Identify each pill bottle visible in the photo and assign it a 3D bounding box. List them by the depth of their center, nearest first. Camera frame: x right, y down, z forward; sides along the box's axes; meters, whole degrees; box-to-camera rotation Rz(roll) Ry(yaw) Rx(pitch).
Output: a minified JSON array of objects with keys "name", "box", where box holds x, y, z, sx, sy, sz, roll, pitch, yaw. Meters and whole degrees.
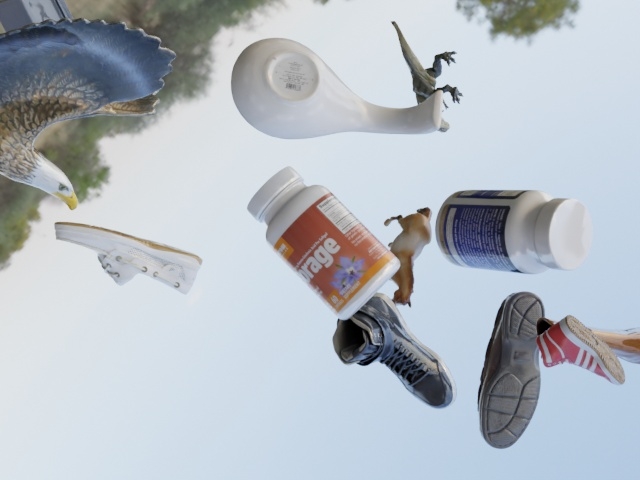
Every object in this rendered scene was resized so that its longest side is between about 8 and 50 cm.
[{"name":"pill bottle","box":[0.000,0.000,1.176,0.121,0.216,0.121,-44,173,-7]},{"name":"pill bottle","box":[0.351,-0.017,1.502,0.264,0.153,0.153,6,-128,54]}]

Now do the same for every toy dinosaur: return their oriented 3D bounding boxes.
[{"name":"toy dinosaur","box":[0.231,-0.332,1.694,0.118,0.268,0.064,1,-145,43]}]

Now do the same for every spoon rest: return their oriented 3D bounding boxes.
[{"name":"spoon rest","box":[0.018,-0.185,1.079,0.084,0.276,0.137,135,-36,-72]}]

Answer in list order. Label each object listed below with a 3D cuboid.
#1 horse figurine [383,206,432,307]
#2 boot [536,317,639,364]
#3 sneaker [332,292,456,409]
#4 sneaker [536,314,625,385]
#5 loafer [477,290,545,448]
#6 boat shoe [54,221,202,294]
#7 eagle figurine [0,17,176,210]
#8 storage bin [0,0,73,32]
[{"name":"horse figurine","box":[0.160,0.019,1.628,0.174,0.066,0.263,-17,-143,58]},{"name":"boot","box":[0.506,0.151,1.219,0.264,0.280,0.096,-170,-86,-69]},{"name":"sneaker","box":[0.114,0.194,1.311,0.086,0.226,0.163,-45,167,23]},{"name":"sneaker","box":[0.324,0.149,1.034,0.067,0.118,0.042,-39,-166,36]},{"name":"loafer","box":[0.366,0.248,1.594,0.095,0.109,0.303,163,-60,-79]},{"name":"boat shoe","box":[-0.357,0.037,1.504,0.098,0.276,0.096,17,-90,70]},{"name":"eagle figurine","box":[-0.315,-0.131,0.867,0.298,0.225,0.226,-47,-122,-8]},{"name":"storage bin","box":[-0.459,-0.343,1.301,0.098,0.135,0.091,-12,-150,16]}]
